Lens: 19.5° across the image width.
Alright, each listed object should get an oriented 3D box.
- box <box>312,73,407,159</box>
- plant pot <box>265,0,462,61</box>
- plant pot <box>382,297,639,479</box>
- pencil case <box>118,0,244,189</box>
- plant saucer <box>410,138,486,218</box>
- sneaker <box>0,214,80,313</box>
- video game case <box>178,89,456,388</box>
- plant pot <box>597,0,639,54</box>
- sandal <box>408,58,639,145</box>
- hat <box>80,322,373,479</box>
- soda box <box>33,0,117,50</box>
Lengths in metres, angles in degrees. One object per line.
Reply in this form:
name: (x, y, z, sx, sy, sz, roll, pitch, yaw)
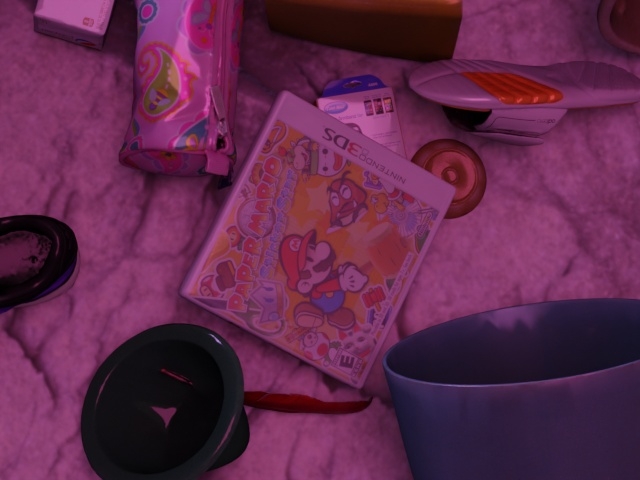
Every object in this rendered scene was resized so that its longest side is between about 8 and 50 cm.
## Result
box: (0.042, -0.097, 1.877, 0.081, 0.028, 0.136, -10, 82, -11)
plant pot: (0.036, -0.293, 1.822, 0.187, 0.212, 0.212, -3, 82, 0)
plant pot: (0.219, 0.203, 1.746, 0.293, 0.293, 0.235, -11, 101, -11)
pencil case: (-0.125, -0.199, 1.811, 0.124, 0.124, 0.284, 6, 81, -9)
plant saucer: (0.131, -0.064, 1.894, 0.083, 0.015, 0.083, 1, 82, -10)
sneaker: (-0.363, 0.041, 1.725, 0.293, 0.146, 0.102, -23, 87, -13)
video game case: (0.000, 0.000, 1.818, 0.206, 0.026, 0.227, 29, 80, -16)
plant pot: (0.408, -0.389, 1.859, 0.334, 0.334, 0.305, -8, 72, -11)
sandal: (0.213, -0.131, 1.879, 0.265, 0.102, 0.076, -2, 118, -24)
hat: (-0.100, 0.191, 1.814, 0.209, 0.183, 0.173, 5, 70, 33)
soda box: (-0.221, -0.303, 1.838, 0.074, 0.069, 0.216, 16, 79, -6)
